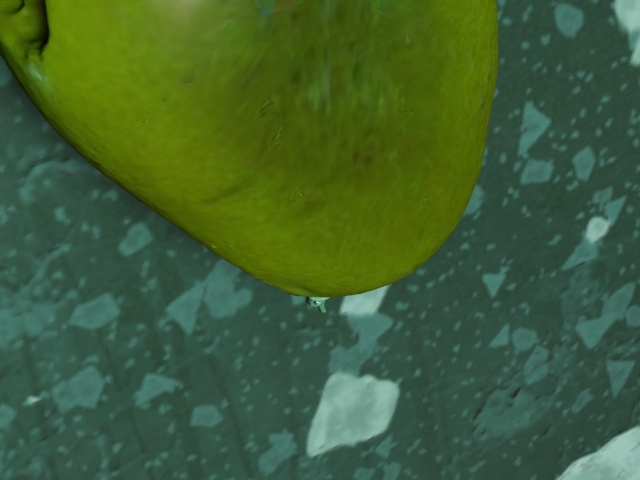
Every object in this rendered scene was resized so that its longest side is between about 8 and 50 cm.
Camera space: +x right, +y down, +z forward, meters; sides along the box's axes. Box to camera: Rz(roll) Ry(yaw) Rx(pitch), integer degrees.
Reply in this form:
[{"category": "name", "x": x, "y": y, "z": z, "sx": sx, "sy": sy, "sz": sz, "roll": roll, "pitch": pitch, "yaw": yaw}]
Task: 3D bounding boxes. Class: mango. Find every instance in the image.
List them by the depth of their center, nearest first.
[{"category": "mango", "x": -0.022, "y": -0.110, "z": 0.791, "sx": 0.253, "sy": 0.182, "sz": 0.365, "roll": -39, "pitch": 127, "yaw": -12}]

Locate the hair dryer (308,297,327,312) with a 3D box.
[{"category": "hair dryer", "x": 0.000, "y": 0.000, "z": 0.971, "sx": 0.063, "sy": 0.038, "sz": 0.124, "roll": -25, "pitch": 132, "yaw": -19}]
